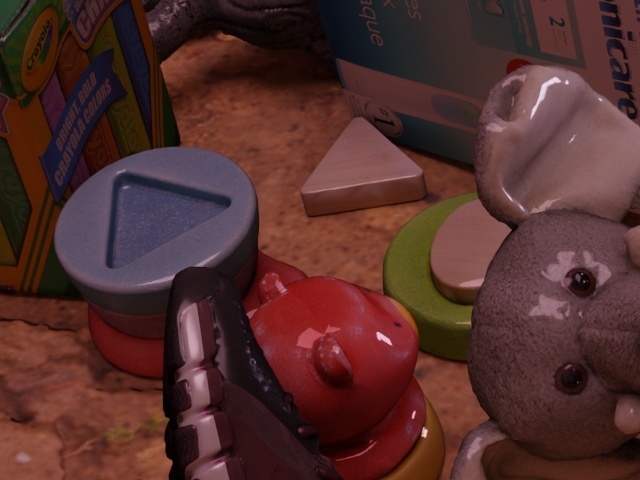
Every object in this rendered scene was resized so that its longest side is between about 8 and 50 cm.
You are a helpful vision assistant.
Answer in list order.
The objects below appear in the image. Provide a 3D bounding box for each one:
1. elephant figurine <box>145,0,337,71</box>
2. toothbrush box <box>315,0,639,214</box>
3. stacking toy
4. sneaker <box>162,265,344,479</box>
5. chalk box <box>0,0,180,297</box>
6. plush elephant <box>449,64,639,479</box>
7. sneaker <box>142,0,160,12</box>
[{"bbox_3d":[-0.002,-0.200,1.297,0.186,0.169,0.239,-28,30,50],"label":"elephant figurine"},{"bbox_3d":[0.142,-0.154,1.125,0.295,0.216,0.126,20,52,37],"label":"toothbrush box"},{"bbox_3d":[0.000,0.000,1.076,0.279,0.130,0.309,-37,47,-23],"label":"stacking toy"},{"bbox_3d":[0.010,0.144,0.894,0.162,0.106,0.281,-8,78,-10],"label":"sneaker"},{"bbox_3d":[-0.232,-0.128,1.159,0.180,0.289,0.179,5,45,20],"label":"chalk box"},{"bbox_3d":[0.190,0.041,0.841,0.255,0.272,0.330,-4,-1,-26],"label":"plush elephant"},{"bbox_3d":[-0.094,-0.287,1.418,0.104,0.125,0.262,3,44,19],"label":"sneaker"}]
